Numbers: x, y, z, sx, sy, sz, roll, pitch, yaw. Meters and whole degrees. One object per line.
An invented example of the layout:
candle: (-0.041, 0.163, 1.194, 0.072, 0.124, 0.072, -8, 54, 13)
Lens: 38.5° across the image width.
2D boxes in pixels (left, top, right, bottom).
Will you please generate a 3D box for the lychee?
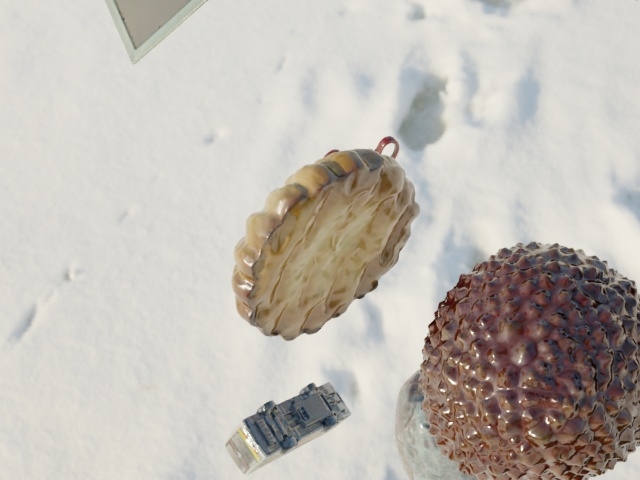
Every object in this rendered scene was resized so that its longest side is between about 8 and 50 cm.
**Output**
lychee: (0.243, 0.143, 1.009, 0.275, 0.276, 0.304, 10, 21, 21)

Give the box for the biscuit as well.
biscuit: (0.000, 0.000, 1.350, 0.325, 0.326, 0.107, -33, 55, -23)

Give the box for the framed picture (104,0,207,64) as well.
framed picture: (-0.150, -0.266, 0.792, 0.011, 0.142, 0.183, -8, 69, -56)

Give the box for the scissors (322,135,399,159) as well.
scissors: (0.064, -0.082, 1.646, 0.144, 0.248, 0.017, -15, 52, -16)

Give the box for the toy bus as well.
toy bus: (-0.056, 0.327, 1.614, 0.268, 0.106, 0.092, -13, 63, -54)

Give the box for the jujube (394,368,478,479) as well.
jujube: (0.266, 0.394, 1.920, 0.246, 0.308, 0.215, -30, 37, -33)
